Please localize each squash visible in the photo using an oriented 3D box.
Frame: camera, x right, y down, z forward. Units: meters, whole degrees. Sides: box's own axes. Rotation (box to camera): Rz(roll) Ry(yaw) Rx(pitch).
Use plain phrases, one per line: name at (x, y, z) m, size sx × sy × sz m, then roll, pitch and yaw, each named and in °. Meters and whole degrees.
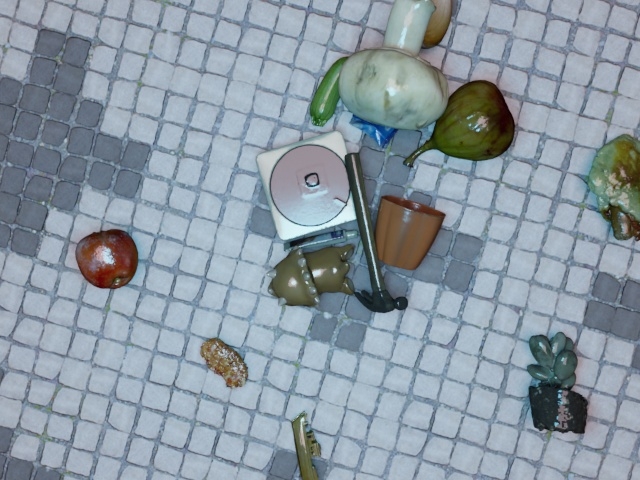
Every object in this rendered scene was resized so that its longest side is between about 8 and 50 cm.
squash at (0.031, -0.425, 1.742) m, size 0.077 × 0.068 × 0.219 m, roll 26°, pitch 92°, yaw -4°

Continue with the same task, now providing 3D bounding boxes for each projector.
projector at (-0.028, -0.154, 1.741) m, size 0.257 × 0.079 × 0.259 m, roll -16°, pitch 90°, yaw 2°

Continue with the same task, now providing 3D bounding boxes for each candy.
candy at (0.153, -0.335, 1.755) m, size 0.136 × 0.038 × 0.088 m, roll 38°, pitch 85°, yaw 8°

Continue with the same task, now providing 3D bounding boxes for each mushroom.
mushroom at (0.210, -0.460, 1.602) m, size 0.314 × 0.314 × 0.336 m, roll 19°, pitch 108°, yaw 2°

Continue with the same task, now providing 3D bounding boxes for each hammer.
hammer at (0.129, -0.021, 1.658) m, size 0.044 × 0.168 × 0.439 m, roll -11°, pitch 90°, yaw -38°

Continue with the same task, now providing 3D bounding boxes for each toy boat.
toy boat at (-0.035, 0.595, 1.758) m, size 0.072 × 0.064 × 0.206 m, roll -9°, pitch 90°, yaw -13°

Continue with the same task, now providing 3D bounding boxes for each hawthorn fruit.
hawthorn fruit at (-0.597, 0.053, 1.721) m, size 0.173 × 0.173 × 0.172 m, roll 0°, pitch 90°, yaw 2°

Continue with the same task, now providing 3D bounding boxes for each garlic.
garlic at (0.298, -0.628, 1.716) m, size 0.115 × 0.128 × 0.206 m, roll 22°, pitch 86°, yaw 45°

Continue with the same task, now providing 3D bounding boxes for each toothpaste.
toothpaste at (0.000, 0.000, 1.756) m, size 0.216 × 0.062 × 0.037 m, roll -11°, pitch 108°, yaw -1°

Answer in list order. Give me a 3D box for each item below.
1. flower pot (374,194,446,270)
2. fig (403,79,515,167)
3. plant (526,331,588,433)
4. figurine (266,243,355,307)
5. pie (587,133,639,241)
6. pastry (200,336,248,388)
flower pot at (0.230, -0.019, 1.691) m, size 0.191 × 0.190 × 0.173 m, roll 18°, pitch 102°, yaw 2°
fig at (0.364, -0.292, 1.687) m, size 0.321 × 0.217 × 0.217 m, roll -24°, pitch 90°, yaw 22°
plant at (0.652, 0.393, 1.697) m, size 0.146 × 0.149 × 0.274 m, roll 13°, pitch 70°, yaw -39°
figurine at (-0.026, 0.100, 1.697) m, size 0.247 × 0.173 × 0.177 m, roll -1°, pitch 90°, yaw 2°
pie at (0.873, -0.156, 1.713) m, size 0.257 × 0.105 × 0.274 m, roll -30°, pitch 92°, yaw -13°
pastry at (-0.271, 0.347, 1.765) m, size 0.087 × 0.063 × 0.169 m, roll -39°, pitch 94°, yaw 11°
